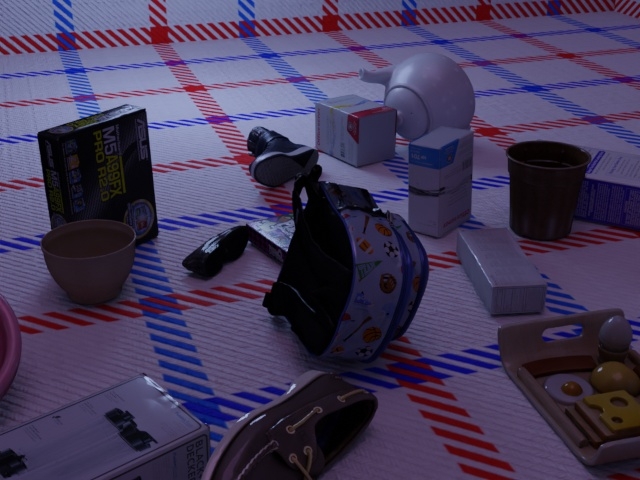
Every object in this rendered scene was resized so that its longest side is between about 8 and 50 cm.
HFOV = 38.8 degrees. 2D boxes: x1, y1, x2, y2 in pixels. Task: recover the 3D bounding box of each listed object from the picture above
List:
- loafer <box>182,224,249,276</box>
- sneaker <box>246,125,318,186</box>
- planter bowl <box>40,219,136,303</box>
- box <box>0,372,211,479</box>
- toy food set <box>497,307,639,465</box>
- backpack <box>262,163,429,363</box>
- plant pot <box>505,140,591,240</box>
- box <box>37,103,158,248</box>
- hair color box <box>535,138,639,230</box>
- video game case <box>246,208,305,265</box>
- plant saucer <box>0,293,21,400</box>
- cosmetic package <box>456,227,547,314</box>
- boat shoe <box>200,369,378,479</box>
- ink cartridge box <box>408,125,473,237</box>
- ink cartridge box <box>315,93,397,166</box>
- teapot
[{"bbox_3d":[-0.196,0.012,1.727,0.061,0.062,0.170,8,25,27],"label":"loafer"},{"bbox_3d":[-0.133,-0.198,2.123,0.163,0.086,0.226,28,26,27],"label":"sneaker"},{"bbox_3d":[-0.401,0.044,1.599,0.162,0.109,0.162,-1,26,0],"label":"planter bowl"},{"bbox_3d":[-0.297,0.283,1.118,0.290,0.087,0.169,-21,32,-37],"label":"box"},{"bbox_3d":[0.418,0.196,1.299,0.220,0.092,0.306,-6,26,-14],"label":"toy food set"},{"bbox_3d":[0.043,0.063,1.423,0.213,0.276,0.263,8,26,-15],"label":"backpack"},{"bbox_3d":[0.453,-0.099,1.840,0.167,0.165,0.167,-1,26,0],"label":"plant pot"},{"bbox_3d":[-0.413,-0.101,1.718,0.060,0.270,0.216,17,29,33],"label":"box"},{"bbox_3d":[0.601,-0.119,1.953,0.339,0.110,0.185,14,30,24],"label":"hair color box"},{"bbox_3d":[0.000,0.000,1.772,0.210,0.042,0.232,-14,28,-30],"label":"video game case"},{"bbox_3d":[-0.595,0.164,1.274,0.332,0.084,0.332,12,40,-10],"label":"plant saucer"},{"bbox_3d":[0.321,0.052,1.642,0.099,0.060,0.239,-1,25,-6],"label":"cosmetic package"},{"bbox_3d":[-0.034,0.262,1.137,0.097,0.116,0.324,10,21,26],"label":"boat shoe"},{"bbox_3d":[0.246,-0.121,1.857,0.082,0.191,0.139,17,29,34],"label":"ink cartridge box"},{"bbox_3d":[0.085,-0.276,2.258,0.127,0.128,0.176,-18,31,-33],"label":"ink cartridge box"},{"bbox_3d":[0.253,-0.334,2.282,0.256,0.252,0.187,10,36,44],"label":"teapot"}]
